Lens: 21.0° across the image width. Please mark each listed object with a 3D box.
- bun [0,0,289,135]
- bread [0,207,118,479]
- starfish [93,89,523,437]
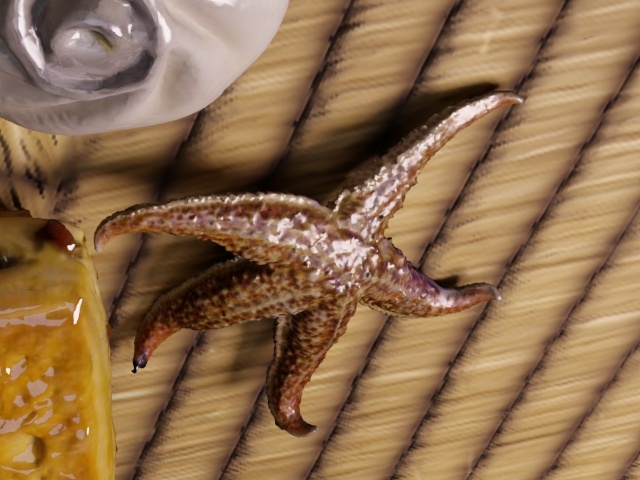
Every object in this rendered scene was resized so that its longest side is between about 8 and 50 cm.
[{"bbox_3d":[-0.090,-0.110,0.688,0.172,0.120,0.173,-7,132,-8],"label":"bun"},{"bbox_3d":[-0.206,0.093,0.842,0.210,0.099,0.235,-7,125,-13],"label":"bread"},{"bbox_3d":[0.002,0.006,0.852,0.238,0.057,0.213,-42,134,20],"label":"starfish"}]
